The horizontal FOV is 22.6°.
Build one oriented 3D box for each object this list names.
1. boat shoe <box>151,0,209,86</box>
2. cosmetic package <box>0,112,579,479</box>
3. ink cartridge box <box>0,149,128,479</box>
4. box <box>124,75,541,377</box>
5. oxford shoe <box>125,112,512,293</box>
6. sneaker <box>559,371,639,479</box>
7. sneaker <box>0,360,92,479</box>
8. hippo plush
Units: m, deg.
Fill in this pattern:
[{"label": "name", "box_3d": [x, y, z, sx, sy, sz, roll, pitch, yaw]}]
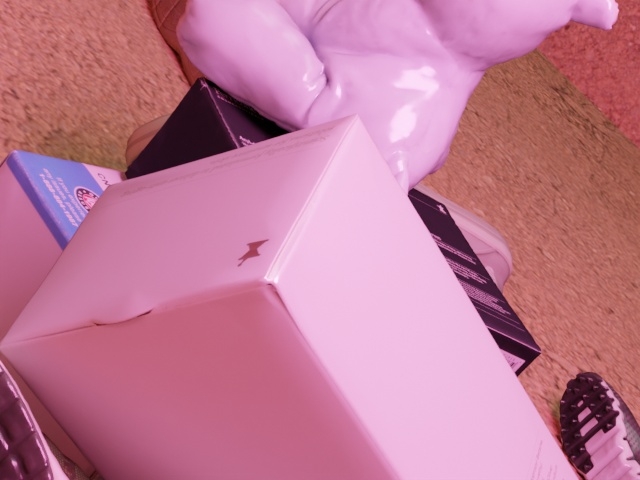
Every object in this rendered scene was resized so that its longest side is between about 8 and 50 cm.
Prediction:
[{"label": "boat shoe", "box_3d": [-0.115, -0.241, 1.834, 0.092, 0.103, 0.285, 28, 27, -44]}, {"label": "cosmetic package", "box_3d": [0.009, 0.129, 0.939, 0.365, 0.197, 0.155, 59, 38, -27]}, {"label": "ink cartridge box", "box_3d": [-0.102, 0.070, 1.170, 0.307, 0.129, 0.223, 10, 37, -55]}, {"label": "box", "box_3d": [0.009, 0.015, 1.147, 0.261, 0.103, 0.184, 26, 26, -38]}, {"label": "oxford shoe", "box_3d": [0.014, -0.002, 1.518, 0.449, 0.169, 0.130, 25, 57, -34]}, {"label": "sneaker", "box_3d": [0.325, 0.241, 1.670, 0.106, 0.078, 0.234, 27, 28, -40]}, {"label": "sneaker", "box_3d": [-0.167, 0.183, 0.894, 0.410, 0.158, 0.182, 43, -11, 10]}, {"label": "hippo plush", "box_3d": [0.054, -0.163, 1.112, 0.234, 0.236, 0.294, 38, 18, -9]}]
